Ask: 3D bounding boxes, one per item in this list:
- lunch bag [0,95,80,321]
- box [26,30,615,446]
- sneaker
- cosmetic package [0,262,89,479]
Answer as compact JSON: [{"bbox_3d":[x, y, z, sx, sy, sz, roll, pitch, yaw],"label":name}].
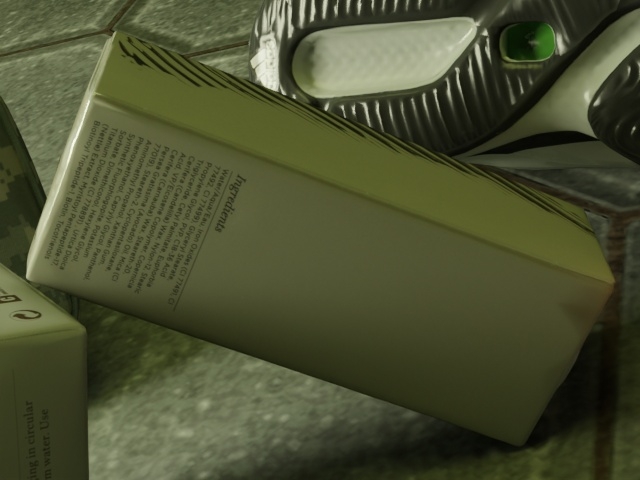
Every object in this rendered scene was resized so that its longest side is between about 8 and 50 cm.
[{"bbox_3d":[-0.325,0.021,0.947,0.305,0.212,0.256,-24,10,-15],"label":"lunch bag"},{"bbox_3d":[0.000,0.000,0.716,0.275,0.113,0.094,21,25,-12],"label":"box"},{"bbox_3d":[0.207,-0.116,0.834,0.447,0.169,0.257,4,8,24],"label":"sneaker"},{"bbox_3d":[-0.294,0.132,0.606,0.365,0.197,0.155,-7,18,-31],"label":"cosmetic package"}]
